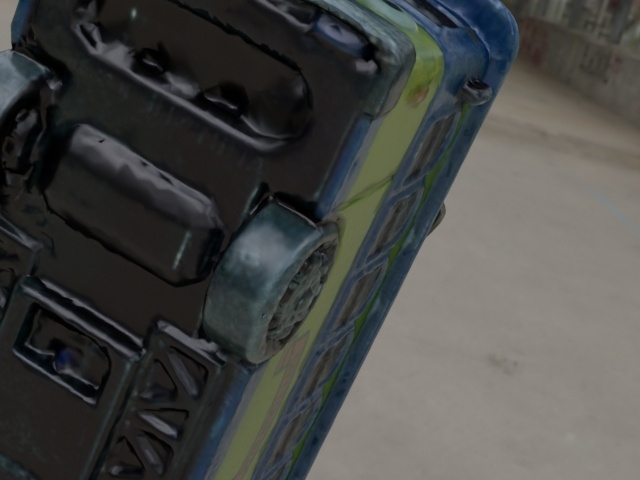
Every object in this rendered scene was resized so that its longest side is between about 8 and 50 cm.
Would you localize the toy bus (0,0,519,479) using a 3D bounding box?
[{"bbox_3d":[-0.061,0.018,0.517,0.152,0.312,0.190,30,23,14],"label":"toy bus"}]

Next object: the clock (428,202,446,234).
[{"bbox_3d":[0.000,0.000,1.005,0.215,0.215,0.042,-3,65,-53],"label":"clock"}]
